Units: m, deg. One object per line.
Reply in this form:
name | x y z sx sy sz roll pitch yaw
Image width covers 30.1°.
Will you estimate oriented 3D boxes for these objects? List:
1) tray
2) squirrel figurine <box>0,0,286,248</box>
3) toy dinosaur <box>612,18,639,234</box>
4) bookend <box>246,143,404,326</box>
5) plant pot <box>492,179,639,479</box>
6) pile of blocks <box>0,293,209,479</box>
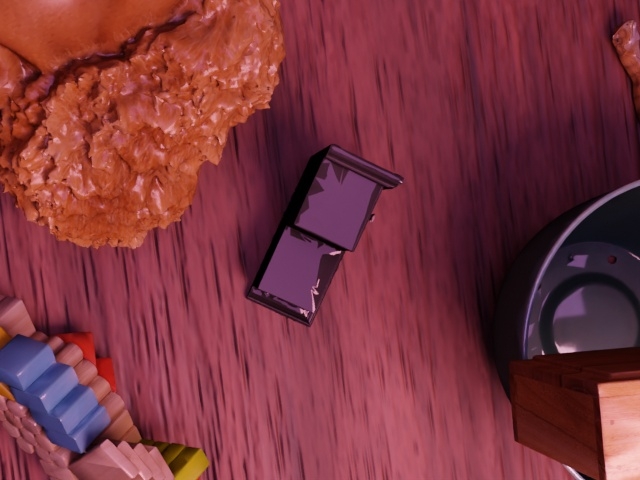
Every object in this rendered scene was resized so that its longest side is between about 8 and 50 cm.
tray | 0.370 0.110 0.893 0.411 0.203 0.076 -3 89 -8
squirrel figurine | -0.249 -0.160 1.006 0.370 0.281 0.397 -43 100 -10
toy dinosaur | 0.351 -0.123 1.211 0.112 0.064 0.211 -12 93 20
bookend | 0.000 0.000 1.104 0.072 0.157 0.156 25 86 -7
plant pot | 0.291 0.089 1.103 0.293 0.235 0.293 0 90 -8
pile of blocks | -0.200 0.157 1.085 0.362 0.149 0.112 48 51 -8
